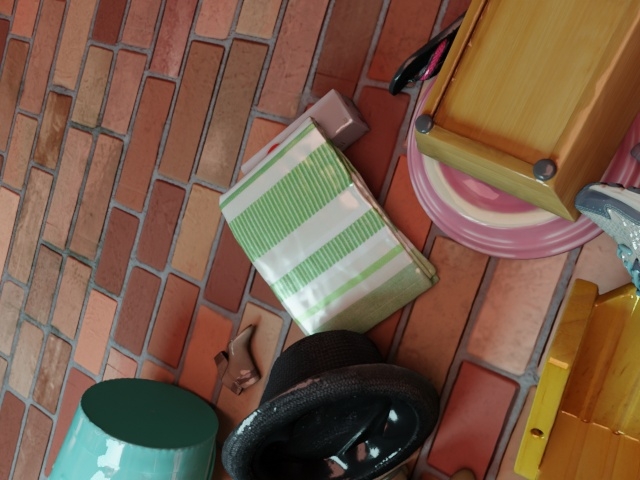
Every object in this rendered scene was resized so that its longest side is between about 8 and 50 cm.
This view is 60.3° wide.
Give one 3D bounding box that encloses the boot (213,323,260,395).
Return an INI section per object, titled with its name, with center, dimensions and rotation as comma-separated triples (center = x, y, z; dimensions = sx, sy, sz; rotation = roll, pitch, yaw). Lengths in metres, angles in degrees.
[boot]
center = -0.139, 0.221, 1.002
dimensions = 0.118, 0.042, 0.087
rotation = -46, 75, 20

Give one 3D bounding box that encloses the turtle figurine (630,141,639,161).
[turtle figurine]
center = 0.450, -0.036, 0.602
dimensions = 0.118, 0.175, 0.234
rotation = -30, 74, -11

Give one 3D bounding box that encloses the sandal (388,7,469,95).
[sandal]
center = 0.178, -0.280, 0.834
dimensions = 0.179, 0.067, 0.040
rotation = -39, 83, 19

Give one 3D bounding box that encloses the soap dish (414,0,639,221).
[soap dish]
center = 0.255, -0.200, 0.644
dimensions = 0.229, 0.118, 0.290
rotation = 33, 108, 33

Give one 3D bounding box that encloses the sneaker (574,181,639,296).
[sneaker]
center = 0.357, 0.052, 0.541
dimensions = 0.283, 0.110, 0.122
rotation = 46, 109, 27

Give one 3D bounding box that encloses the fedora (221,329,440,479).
[fedora]
center = 0.007, 0.249, 0.835
dimensions = 0.334, 0.334, 0.152
rotation = -39, 38, 21

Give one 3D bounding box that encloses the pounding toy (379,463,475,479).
[pounding toy]
center = 0.106, 0.433, 0.797
dimensions = 0.269, 0.154, 0.154
rotation = -43, 70, 21

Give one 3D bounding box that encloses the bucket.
[bucket]
center = -0.318, 0.377, 0.965
dimensions = 0.281, 0.281, 0.183
rotation = 22, 97, 27

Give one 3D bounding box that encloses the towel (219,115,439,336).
[towel]
center = 0.000, 0.000, 0.891
dimensions = 0.248, 0.038, 0.324
rotation = -37, 89, 23

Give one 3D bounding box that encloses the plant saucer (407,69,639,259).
[plant saucer]
center = 0.273, -0.139, 0.767
dimensions = 0.332, 0.084, 0.332
rotation = -1, 88, 27

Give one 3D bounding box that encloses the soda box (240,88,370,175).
[soda box]
center = -0.028, -0.155, 0.932
dimensions = 0.216, 0.074, 0.069
rotation = -36, 73, 22

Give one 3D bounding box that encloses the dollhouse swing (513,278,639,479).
[dollhouse swing]
center = 0.376, 0.269, 0.552
dimensions = 0.347, 0.305, 0.315
rotation = 19, 125, 27
